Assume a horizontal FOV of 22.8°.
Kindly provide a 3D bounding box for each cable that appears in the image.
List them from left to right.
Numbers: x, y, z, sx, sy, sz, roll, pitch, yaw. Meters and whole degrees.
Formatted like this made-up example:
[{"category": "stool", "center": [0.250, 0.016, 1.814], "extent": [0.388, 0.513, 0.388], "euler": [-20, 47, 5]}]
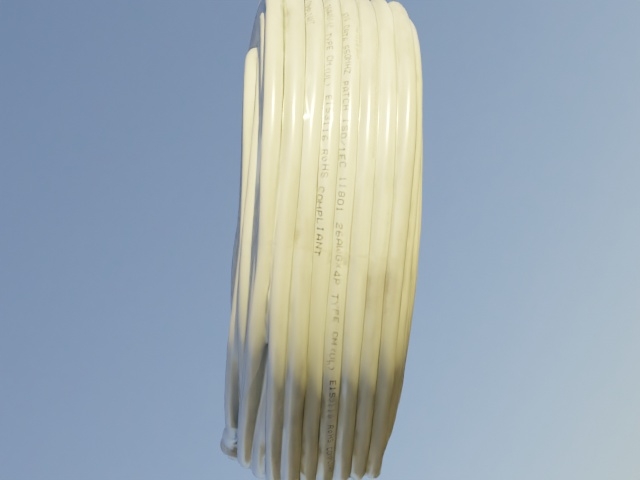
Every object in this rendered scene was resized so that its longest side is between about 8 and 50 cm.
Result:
[{"category": "cable", "center": [0.000, 0.000, 0.813], "extent": [0.257, 0.089, 0.257], "euler": [-175, 88, -87]}]
